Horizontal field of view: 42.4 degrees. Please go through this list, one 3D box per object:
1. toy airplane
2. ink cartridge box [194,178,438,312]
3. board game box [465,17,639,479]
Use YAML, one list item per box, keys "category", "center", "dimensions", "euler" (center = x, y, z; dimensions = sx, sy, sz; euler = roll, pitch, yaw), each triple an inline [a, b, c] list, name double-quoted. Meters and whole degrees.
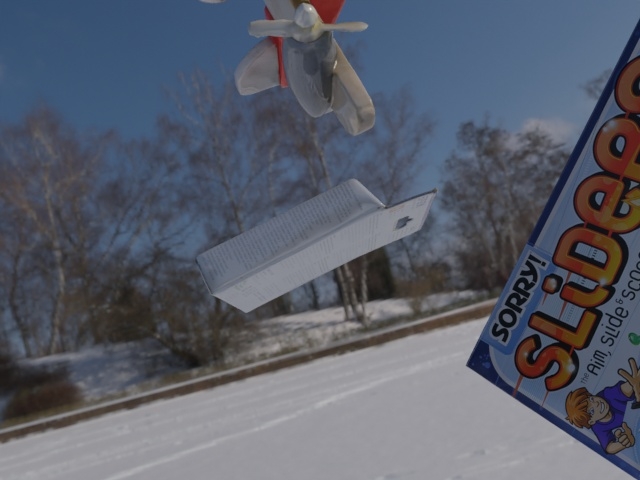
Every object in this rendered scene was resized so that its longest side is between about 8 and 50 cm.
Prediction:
- category: "toy airplane"
  center: [-0.059, -0.328, 1.044]
  dimensions: [0.273, 0.384, 0.386]
  euler: [-11, 13, -30]
- category: "ink cartridge box"
  center: [0.000, 0.000, 0.831]
  dimensions: [0.224, 0.045, 0.223]
  euler: [-25, -9, -2]
- category: "board game box"
  center: [0.166, 0.003, 0.358]
  dimensions: [0.136, 0.201, 0.035]
  euler: [32, 15, 35]
